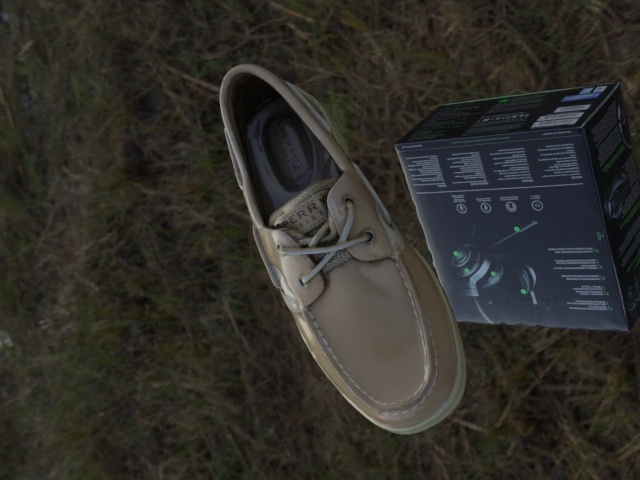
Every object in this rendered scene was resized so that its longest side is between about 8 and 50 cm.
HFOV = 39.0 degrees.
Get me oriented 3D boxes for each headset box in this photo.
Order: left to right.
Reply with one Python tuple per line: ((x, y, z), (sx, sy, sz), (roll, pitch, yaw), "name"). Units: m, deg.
((0.259, -0.027, 1.107), (0.246, 0.131, 0.283), (-2, 118, 40), "headset box")

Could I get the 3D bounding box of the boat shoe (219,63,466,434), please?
((0.000, 0.000, 0.734), (0.122, 0.110, 0.341), (-35, 61, 10), "boat shoe")
